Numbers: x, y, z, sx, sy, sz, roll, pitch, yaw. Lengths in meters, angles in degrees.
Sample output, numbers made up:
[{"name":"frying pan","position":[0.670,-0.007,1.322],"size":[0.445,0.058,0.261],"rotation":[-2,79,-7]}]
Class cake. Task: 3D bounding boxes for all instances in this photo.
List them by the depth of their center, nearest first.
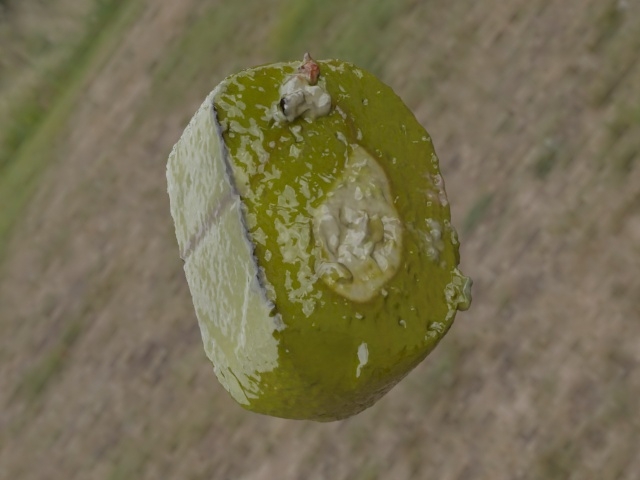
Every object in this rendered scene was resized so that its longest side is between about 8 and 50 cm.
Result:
[{"name":"cake","position":[0.000,0.000,1.363],"size":[0.156,0.179,0.260],"rotation":[128,132,-57]}]
